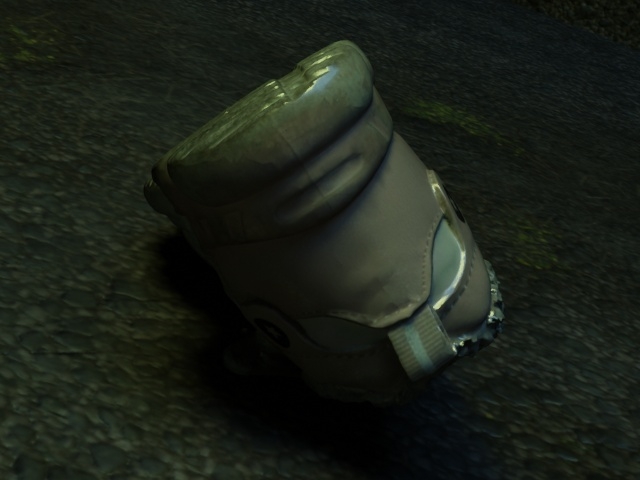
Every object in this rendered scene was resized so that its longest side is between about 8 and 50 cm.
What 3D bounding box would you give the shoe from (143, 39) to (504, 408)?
[{"bbox_3d":[-0.003,0.002,0.826,0.198,0.172,0.351,57,3,-3],"label":"shoe"}]
